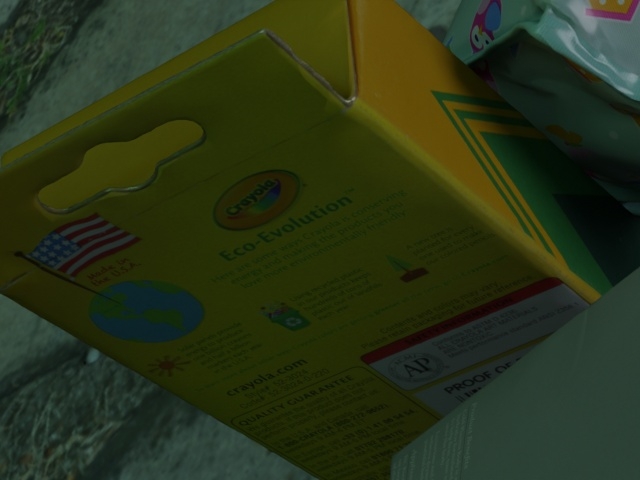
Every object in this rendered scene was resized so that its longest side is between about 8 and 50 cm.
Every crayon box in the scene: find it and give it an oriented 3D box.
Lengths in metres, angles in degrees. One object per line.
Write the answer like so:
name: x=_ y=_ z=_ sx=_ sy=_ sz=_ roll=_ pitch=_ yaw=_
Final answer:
crayon box: x=0.000 y=0.000 z=0.856 sx=0.202 sy=0.318 sz=0.081 roll=-25 pitch=50 yaw=28

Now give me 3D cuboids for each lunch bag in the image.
lunch bag: x=0.160 y=-0.136 z=0.917 sx=0.223 sy=0.160 sz=0.262 roll=-65 pitch=6 yaw=-10

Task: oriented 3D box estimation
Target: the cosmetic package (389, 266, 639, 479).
cosmetic package: x=0.124 y=0.107 z=0.772 sx=0.238 sy=0.107 sz=0.127 roll=-40 pitch=34 yaw=46
